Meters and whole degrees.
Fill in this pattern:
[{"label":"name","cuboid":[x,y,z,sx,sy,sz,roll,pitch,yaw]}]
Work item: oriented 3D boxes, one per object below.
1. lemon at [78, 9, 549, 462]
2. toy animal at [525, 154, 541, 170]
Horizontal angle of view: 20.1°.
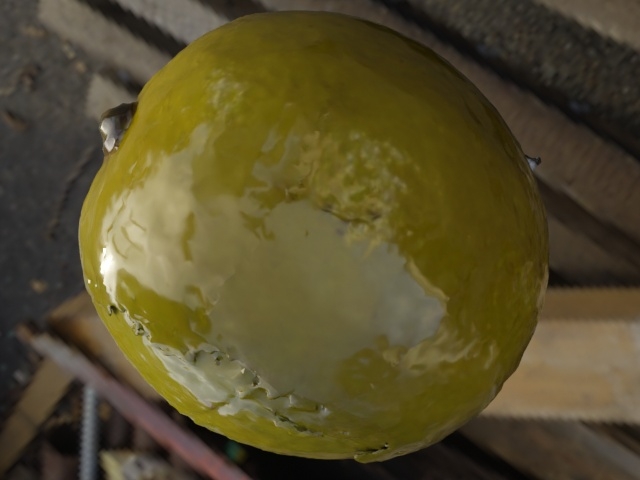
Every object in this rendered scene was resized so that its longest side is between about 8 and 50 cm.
[{"label":"lemon","cuboid":[0.000,0.001,1.149,0.297,0.297,0.297,22,135,24]},{"label":"toy animal","cuboid":[0.110,-0.063,1.593,0.127,0.131,0.182,9,174,-9]}]
